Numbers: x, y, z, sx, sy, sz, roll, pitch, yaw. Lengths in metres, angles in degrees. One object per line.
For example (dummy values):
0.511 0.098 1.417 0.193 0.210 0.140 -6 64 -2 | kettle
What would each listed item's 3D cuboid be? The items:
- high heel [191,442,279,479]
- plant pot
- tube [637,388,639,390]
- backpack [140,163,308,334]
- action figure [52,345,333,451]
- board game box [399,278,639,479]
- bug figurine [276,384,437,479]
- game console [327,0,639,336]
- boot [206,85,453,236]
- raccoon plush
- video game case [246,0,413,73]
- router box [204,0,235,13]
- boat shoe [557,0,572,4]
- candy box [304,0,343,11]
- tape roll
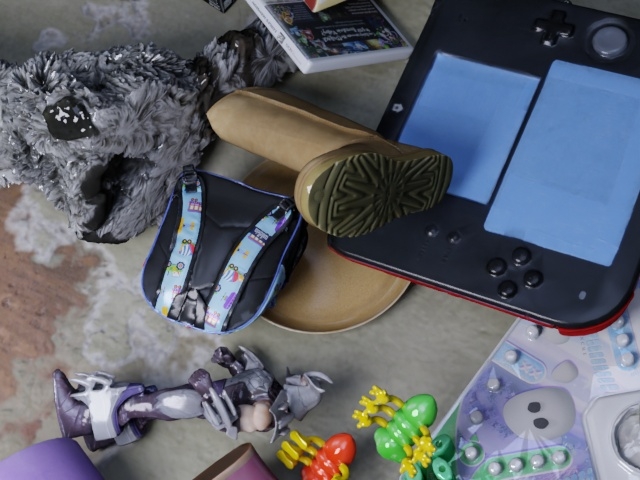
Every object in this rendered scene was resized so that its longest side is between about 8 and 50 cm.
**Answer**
-0.160 0.384 1.205 0.377 0.127 0.181 -37 97 3 | high heel
0.000 0.000 1.384 0.236 0.032 0.236 -1 69 3 | plant pot
0.405 0.207 1.275 0.207 0.052 0.080 17 59 15 | tube
-0.107 0.027 1.298 0.158 0.117 0.173 17 69 9 | backpack
-0.128 0.166 1.256 0.285 0.185 0.099 -7 87 6 | action figure
0.342 0.206 1.235 0.390 0.050 0.390 32 73 25 | board game box
0.093 0.271 1.199 0.279 0.216 0.072 48 35 17 | bug figurine
0.229 -0.104 1.343 0.342 0.060 0.386 20 72 17 | game console
-0.025 -0.094 1.289 0.270 0.236 0.089 26 110 36 | boot
-0.266 -0.171 1.433 0.299 0.216 0.446 29 41 29 | raccoon plush
0.001 -0.277 1.444 0.190 0.022 0.173 -16 61 -45 | video game case
-0.143 -0.362 1.534 0.122 0.038 0.092 36 74 15 | router box
0.262 -0.256 1.466 0.040 0.049 0.142 31 71 14 | boat shoe
0.073 -0.418 1.474 0.316 0.087 0.183 -26 68 -27 | candy box
-0.301 0.289 1.198 0.189 0.189 0.080 -37 72 -12 | tape roll
